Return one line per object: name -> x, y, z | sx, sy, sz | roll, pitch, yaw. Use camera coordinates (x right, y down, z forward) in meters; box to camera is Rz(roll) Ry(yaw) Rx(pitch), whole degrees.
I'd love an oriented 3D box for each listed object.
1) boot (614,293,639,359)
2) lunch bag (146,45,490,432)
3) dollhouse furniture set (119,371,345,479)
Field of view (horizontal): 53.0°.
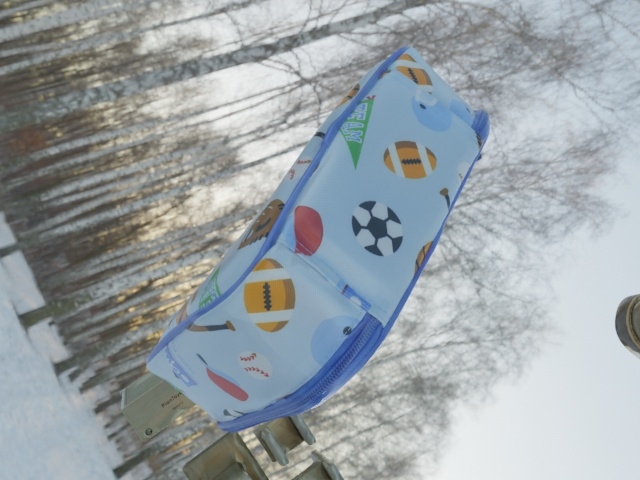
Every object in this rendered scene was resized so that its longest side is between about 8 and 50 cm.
boot -> 0.508, 0.149, 0.748 | 0.305, 0.112, 0.115 | 27, -20, -5
lunch bag -> 0.000, 0.000, 0.510 | 0.115, 0.303, 0.243 | 40, -34, -6
dollhouse furniture set -> -0.128, 0.258, 0.769 | 0.242, 0.212, 0.161 | 58, -16, -5
